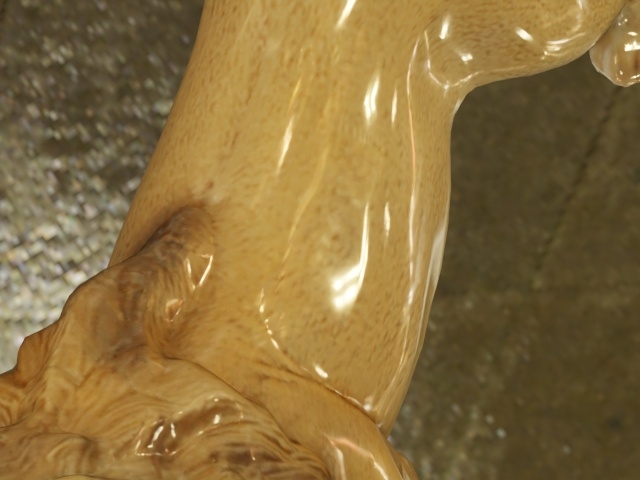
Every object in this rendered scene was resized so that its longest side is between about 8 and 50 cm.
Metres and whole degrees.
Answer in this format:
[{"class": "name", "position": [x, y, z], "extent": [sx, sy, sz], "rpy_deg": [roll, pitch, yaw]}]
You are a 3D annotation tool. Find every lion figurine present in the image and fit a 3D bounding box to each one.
[{"class": "lion figurine", "position": [0.000, 0.000, 0.506], "extent": [0.142, 0.392, 0.240], "rpy_deg": [-2, 153, 21]}]
